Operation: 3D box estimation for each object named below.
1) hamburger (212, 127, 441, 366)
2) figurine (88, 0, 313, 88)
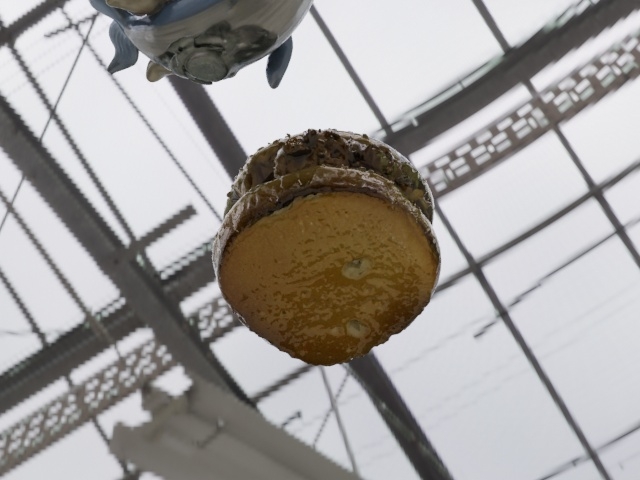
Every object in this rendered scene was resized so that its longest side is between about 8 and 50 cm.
[{"bbox_3d":[0.003,-0.007,1.101,0.182,0.118,0.191,-14,-50,0],"label":"hamburger"},{"bbox_3d":[-0.090,-0.199,1.104,0.208,0.184,0.128,-12,-40,8],"label":"figurine"}]
